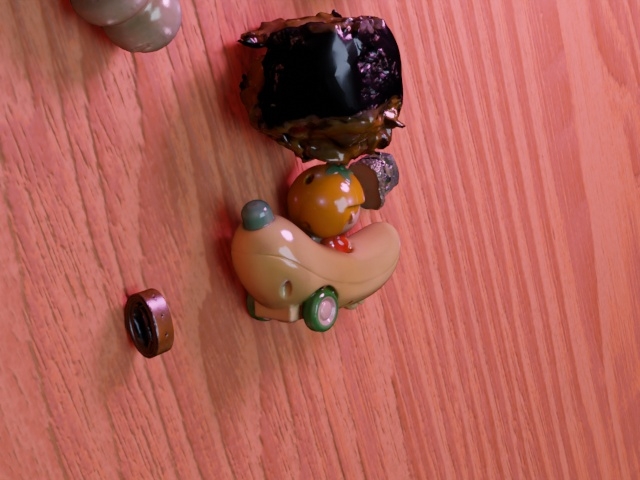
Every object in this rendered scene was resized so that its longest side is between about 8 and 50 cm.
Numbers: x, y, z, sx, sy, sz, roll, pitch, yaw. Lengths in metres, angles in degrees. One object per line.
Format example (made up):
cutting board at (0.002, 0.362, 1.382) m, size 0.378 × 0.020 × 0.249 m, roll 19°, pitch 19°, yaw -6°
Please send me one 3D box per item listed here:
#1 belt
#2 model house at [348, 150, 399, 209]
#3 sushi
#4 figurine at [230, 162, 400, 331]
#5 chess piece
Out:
belt at (-0.212, 0.102, 1.549) m, size 0.036 × 0.059 × 0.083 m, roll -20°, pitch 101°, yaw -46°
model house at (0.086, -0.098, 1.847) m, size 0.083 × 0.066 × 0.079 m, roll -39°, pitch 126°, yaw -40°
sushi at (0.003, -0.194, 1.631) m, size 0.213 × 0.200 × 0.204 m, roll -21°, pitch 112°, yaw -49°
figurine at (0.000, 0.000, 1.733) m, size 0.324 × 0.124 × 0.222 m, roll -12°, pitch 103°, yaw -51°
chess piece at (-0.245, -0.297, 1.389) m, size 0.243 × 0.133 × 0.133 m, roll 46°, pitch 63°, yaw -49°
